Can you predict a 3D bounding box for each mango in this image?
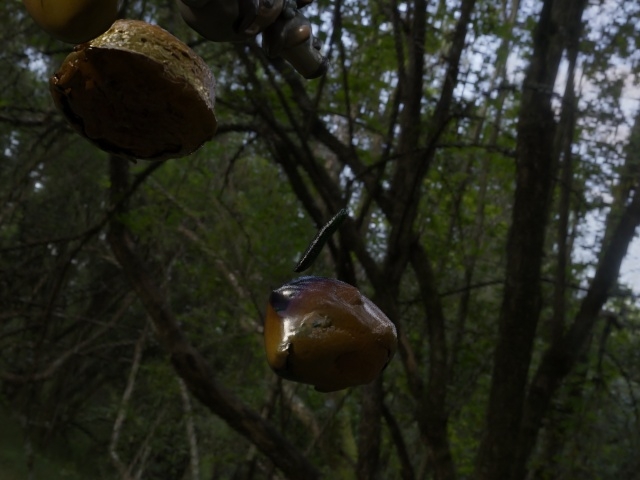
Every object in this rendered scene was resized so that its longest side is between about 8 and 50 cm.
[{"bbox_3d":[-0.444,-0.465,1.451,0.173,0.211,0.317,9,24,-38],"label":"mango"},{"bbox_3d":[0.018,0.170,1.450,0.287,0.201,0.152,32,20,-44],"label":"mango"}]

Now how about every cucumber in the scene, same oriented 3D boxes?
[{"bbox_3d":[0.000,0.000,1.771,0.033,0.184,0.036,42,-10,-32],"label":"cucumber"}]

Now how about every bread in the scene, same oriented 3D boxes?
[{"bbox_3d":[-0.406,-0.328,1.789,0.358,0.204,0.337,28,-39,-29],"label":"bread"}]

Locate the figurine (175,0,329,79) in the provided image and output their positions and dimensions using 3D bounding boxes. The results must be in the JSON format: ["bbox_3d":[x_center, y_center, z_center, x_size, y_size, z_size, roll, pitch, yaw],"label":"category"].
[{"bbox_3d":[-0.132,-0.460,1.564,0.203,0.248,0.380,-15,-35,40],"label":"figurine"}]
